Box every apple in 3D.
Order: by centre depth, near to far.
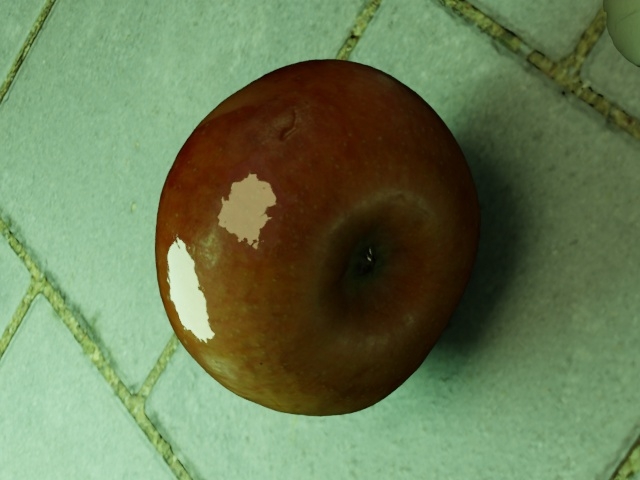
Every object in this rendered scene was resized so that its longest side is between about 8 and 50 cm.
[{"bbox_3d":[0.000,0.000,1.248,0.206,0.251,0.272,33,89,47],"label":"apple"}]

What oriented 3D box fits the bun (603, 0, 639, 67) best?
[{"bbox_3d":[0.281,-0.192,1.113,0.173,0.120,0.172,-179,90,-71],"label":"bun"}]
